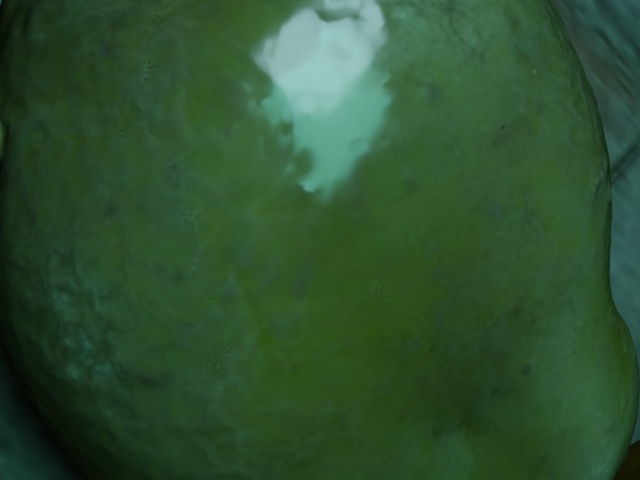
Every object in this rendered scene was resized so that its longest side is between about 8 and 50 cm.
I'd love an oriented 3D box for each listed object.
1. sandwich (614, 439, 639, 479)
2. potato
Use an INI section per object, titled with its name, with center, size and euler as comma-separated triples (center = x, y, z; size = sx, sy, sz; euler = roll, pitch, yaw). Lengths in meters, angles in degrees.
[sandwich]
center = 0.127, 0.148, 0.478
size = 0.155, 0.198, 0.227
euler = 55, 45, -1
[potato]
center = 0.000, 0.000, 0.487
size = 0.178, 0.160, 0.235
euler = -28, 106, 7
